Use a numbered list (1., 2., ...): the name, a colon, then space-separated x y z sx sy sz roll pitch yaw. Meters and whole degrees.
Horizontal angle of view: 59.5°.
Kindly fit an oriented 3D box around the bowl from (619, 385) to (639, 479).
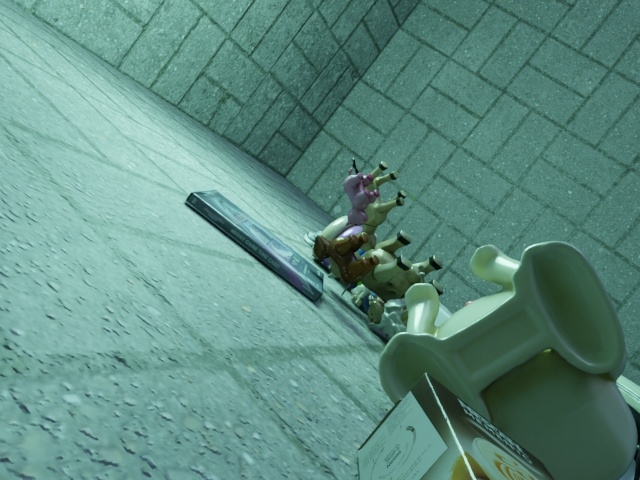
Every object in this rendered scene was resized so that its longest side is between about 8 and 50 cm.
1. bowl: 0.521 0.403 0.924 0.297 0.134 0.298 10 49 -11

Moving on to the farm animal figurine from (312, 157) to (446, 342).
1. farm animal figurine: 0.109 0.030 1.151 0.327 0.172 0.330 47 38 -12

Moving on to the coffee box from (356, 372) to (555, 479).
1. coffee box: 0.111 0.204 0.375 0.141 0.098 0.246 38 6 -3

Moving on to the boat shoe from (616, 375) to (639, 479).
1. boat shoe: 0.486 0.373 0.722 0.187 0.156 0.500 41 17 -35

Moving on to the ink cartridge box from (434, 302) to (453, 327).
1. ink cartridge box: 0.252 0.178 1.491 0.237 0.100 0.172 42 6 22

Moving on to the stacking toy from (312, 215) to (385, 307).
1. stacking toy: 0.136 0.093 1.323 0.330 0.141 0.141 44 7 20

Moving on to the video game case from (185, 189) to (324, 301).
1. video game case: -0.107 0.002 1.016 0.274 0.026 0.196 39 5 -3

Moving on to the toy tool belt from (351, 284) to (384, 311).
1. toy tool belt: 0.104 0.135 1.210 0.083 0.052 0.051 32 39 -29

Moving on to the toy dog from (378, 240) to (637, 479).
1. toy dog: 0.302 0.190 0.840 0.395 0.284 0.408 47 6 9

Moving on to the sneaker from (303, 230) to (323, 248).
1. sneaker: 0.000 0.000 1.543 0.052 0.058 0.135 35 6 -30
